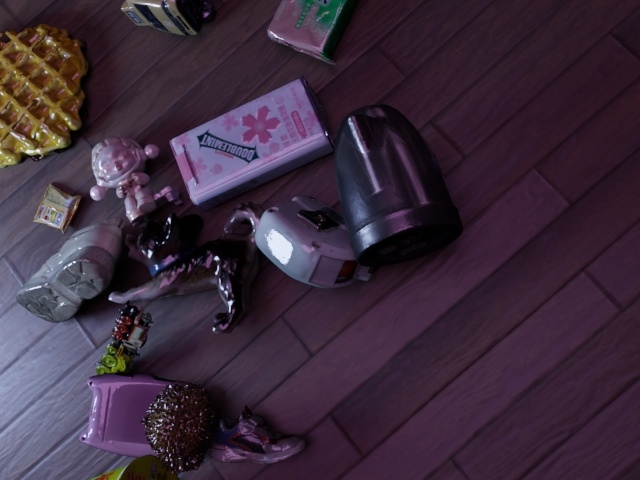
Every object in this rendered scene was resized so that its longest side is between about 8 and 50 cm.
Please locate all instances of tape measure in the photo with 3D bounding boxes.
[{"bbox_3d":[0.000,0.000,1.629,0.243,0.246,0.125,33,115,20],"label":"tape measure"}]

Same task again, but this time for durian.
[{"bbox_3d":[-0.298,0.410,1.594,0.167,0.196,0.196,-11,77,0],"label":"durian"}]

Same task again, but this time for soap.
[{"bbox_3d":[0.001,-0.579,1.807,0.218,0.098,0.273,25,88,9],"label":"soap"}]

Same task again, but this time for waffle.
[{"bbox_3d":[-0.790,-0.386,1.946,0.380,0.095,0.382,-11,75,12],"label":"waffle"}]

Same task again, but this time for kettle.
[{"bbox_3d":[0.158,-0.128,1.576,0.228,0.321,0.324,-24,71,23],"label":"kettle"}]

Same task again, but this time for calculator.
[{"bbox_3d":[-0.400,0.406,1.698,0.294,0.043,0.194,8,87,-4],"label":"calculator"}]

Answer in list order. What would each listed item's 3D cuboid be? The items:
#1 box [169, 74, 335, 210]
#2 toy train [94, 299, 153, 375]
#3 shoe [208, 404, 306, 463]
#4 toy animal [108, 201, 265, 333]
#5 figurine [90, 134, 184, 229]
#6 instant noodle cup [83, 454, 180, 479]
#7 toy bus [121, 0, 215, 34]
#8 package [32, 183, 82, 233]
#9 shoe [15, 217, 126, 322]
[{"bbox_3d":[-0.157,-0.231,1.771,0.370,0.112,0.190,-23,76,5],"label":"box"},{"bbox_3d":[-0.448,0.236,1.694,0.085,0.053,0.249,25,127,-10],"label":"toy train"},{"bbox_3d":[-0.142,0.428,1.645,0.228,0.099,0.125,-6,81,15],"label":"shoe"},{"bbox_3d":[-0.292,0.032,1.711,0.344,0.194,0.302,15,89,12],"label":"toy animal"},{"bbox_3d":[-0.466,-0.163,1.815,0.182,0.144,0.256,-39,76,24],"label":"figurine"},{"bbox_3d":[-0.450,0.635,1.586,0.222,0.311,0.311,-16,77,19],"label":"instant noodle cup"},{"bbox_3d":[-0.374,-0.712,1.874,0.202,0.177,0.365,2,77,16],"label":"toy bus"},{"bbox_3d":[-0.673,-0.082,1.890,0.121,0.031,0.108,20,84,20],"label":"package"},{"bbox_3d":[-0.590,0.065,1.796,0.342,0.132,0.210,-29,30,34],"label":"shoe"}]
